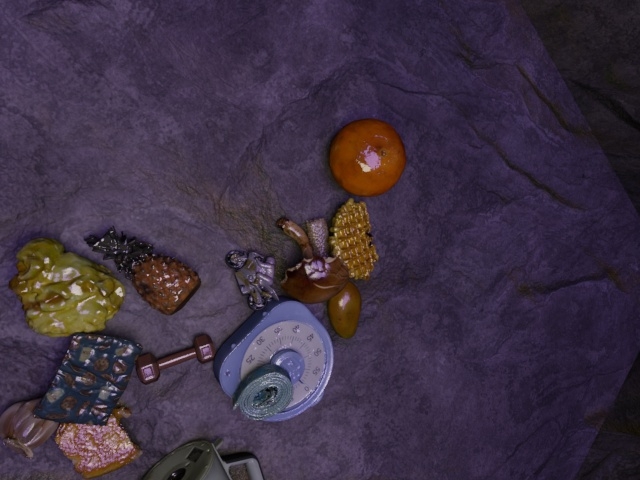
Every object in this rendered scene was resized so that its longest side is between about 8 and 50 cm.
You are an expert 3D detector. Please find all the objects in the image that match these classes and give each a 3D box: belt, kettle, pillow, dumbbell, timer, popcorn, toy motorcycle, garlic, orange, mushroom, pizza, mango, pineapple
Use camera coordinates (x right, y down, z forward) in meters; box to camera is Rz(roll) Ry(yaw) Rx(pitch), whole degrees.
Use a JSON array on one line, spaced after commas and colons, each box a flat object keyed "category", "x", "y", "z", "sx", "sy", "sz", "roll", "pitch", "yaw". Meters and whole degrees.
[{"category": "belt", "x": -0.163, "y": 0.457, "z": 1.202, "sx": 0.148, "sy": 0.082, "sz": 0.163, "roll": 34, "pitch": 91, "yaw": -13}, {"category": "kettle", "x": -0.325, "y": 0.819, "z": 1.242, "sx": 0.361, "sy": 0.250, "sz": 0.376, "roll": -40, "pitch": 111, "yaw": -49}, {"category": "pillow", "x": -0.618, "y": 0.377, "z": 1.085, "sx": 0.189, "sy": 0.034, "sz": 0.255, "roll": 27, "pitch": 86, "yaw": -36}, {"category": "dumbbell", "x": -0.445, "y": 0.366, "z": 1.242, "sx": 0.231, "sy": 0.082, "sz": 0.092, "roll": -15, "pitch": 95, "yaw": -24}, {"category": "timer", "x": -0.124, "y": 0.414, "z": 1.343, "sx": 0.395, "sy": 0.173, "sz": 0.394, "roll": 0, "pitch": 89, "yaw": -26}, {"category": "popcorn", "x": -0.694, "y": 0.144, "z": 1.079, "sx": 0.286, "sy": 0.174, "sz": 0.225, "roll": 37, "pitch": 81, "yaw": -22}, {"category": "toy motorcycle", "x": -0.208, "y": 0.114, "z": 1.334, "sx": 0.152, "sy": 0.073, "sz": 0.225, "roll": -25, "pitch": 75, "yaw": -21}, {"category": "garlic", "x": -0.768, "y": 0.470, "z": 1.086, "sx": 0.131, "sy": 0.127, "sz": 0.194, "roll": 54, "pitch": 42, "yaw": -35}, {"category": "orange", "x": 0.170, "y": -0.297, "z": 1.452, "sx": 0.284, "sy": 0.226, "sz": 0.283, "roll": 1, "pitch": 88, "yaw": -18}, {"category": "mushroom", "x": -0.019, "y": 0.062, "z": 1.357, "sx": 0.233, "sy": 0.208, "sz": 0.301, "roll": 6, "pitch": 79, "yaw": -29}, {"category": "pizza", "x": -0.647, "y": 0.532, "z": 1.153, "sx": 0.189, "sy": 0.071, "sz": 0.296, "roll": -25, "pitch": 100, "yaw": -23}, {"category": "mango", "x": 0.090, "y": 0.259, "z": 1.488, "sx": 0.136, "sy": 0.099, "sz": 0.227, "roll": -10, "pitch": 103, "yaw": -31}, {"category": "pineapple", "x": -0.525, "y": 0.071, "z": 1.181, "sx": 0.340, "sy": 0.169, "sz": 0.169, "roll": 38, "pitch": 74, "yaw": -6}]

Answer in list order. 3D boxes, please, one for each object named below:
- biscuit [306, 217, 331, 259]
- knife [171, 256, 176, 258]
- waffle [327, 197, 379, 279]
[{"category": "biscuit", "x": 0.000, "y": 0.000, "z": 1.458, "sx": 0.082, "sy": 0.070, "sz": 0.168, "roll": -14, "pitch": 98, "yaw": -16}, {"category": "knife", "x": -0.443, "y": 0.092, "z": 1.283, "sx": 0.027, "sy": 0.010, "sz": 0.096, "roll": -41, "pitch": 104, "yaw": -18}, {"category": "waffle", "x": 0.127, "y": 0.003, "z": 1.489, "sx": 0.283, "sy": 0.065, "sz": 0.309, "roll": 38, "pitch": 62, "yaw": -38}]
